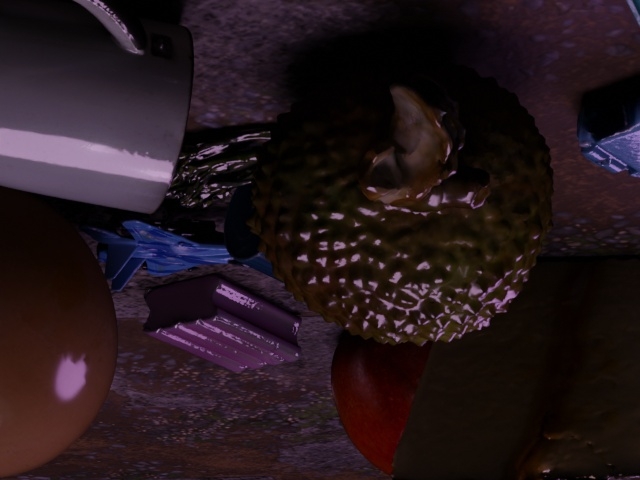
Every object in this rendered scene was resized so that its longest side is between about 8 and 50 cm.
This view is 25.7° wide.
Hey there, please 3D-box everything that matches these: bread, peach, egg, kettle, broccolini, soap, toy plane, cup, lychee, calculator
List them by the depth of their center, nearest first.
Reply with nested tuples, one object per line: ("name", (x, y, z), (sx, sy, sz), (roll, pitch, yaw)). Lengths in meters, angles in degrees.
("kettle", (-0.228, -0.138, 1.121), (0.236, 0.161, 0.221), (10, 139, -18))
("lychee", (0.074, -0.036, 1.233), (0.270, 0.270, 0.320), (8, -169, -19))
("calculator", (0.377, -0.118, 1.286), (0.293, 0.051, 0.173), (-18, 151, 36))
("broccolini", (-0.072, -0.075, 1.379), (0.203, 0.068, 0.091), (-12, 136, 26))
("cup", (0.000, 0.000, 1.453), (0.155, 0.131, 0.176), (21, -172, -33))
("egg", (-0.364, 0.097, 1.474), (0.301, 0.301, 0.374), (-7, 140, 17))
("toy plane", (-0.137, 0.001, 1.560), (0.246, 0.078, 0.169), (-8, 158, 2))
("bread", (0.295, 0.188, 1.700), (0.346, 0.405, 0.242), (8, 150, 13))
("soap", (-0.124, 0.112, 1.842), (0.122, 0.065, 0.203), (-13, 155, 29))
("peach", (0.143, 0.222, 1.973), (0.275, 0.245, 0.248), (30, 117, -34))

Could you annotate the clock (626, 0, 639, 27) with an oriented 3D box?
("clock", (0.339, -0.208, 0.999), (0.231, 0.116, 0.262), (-15, 155, 22))
